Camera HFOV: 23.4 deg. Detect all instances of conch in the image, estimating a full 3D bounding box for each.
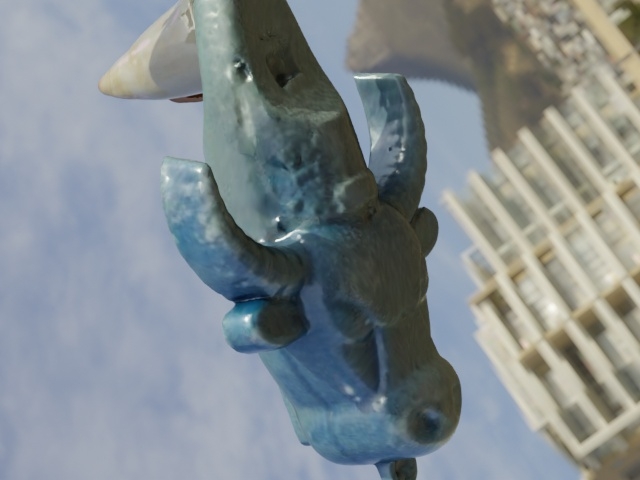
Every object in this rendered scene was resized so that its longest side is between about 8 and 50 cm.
[{"bbox_3d":[-0.101,-0.143,1.261,0.094,0.176,0.104,56,-150,5],"label":"conch"}]

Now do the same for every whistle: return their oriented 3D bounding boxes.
[{"bbox_3d":[0.000,0.000,0.760,0.180,0.093,0.269,-31,-72,-49],"label":"whistle"}]
